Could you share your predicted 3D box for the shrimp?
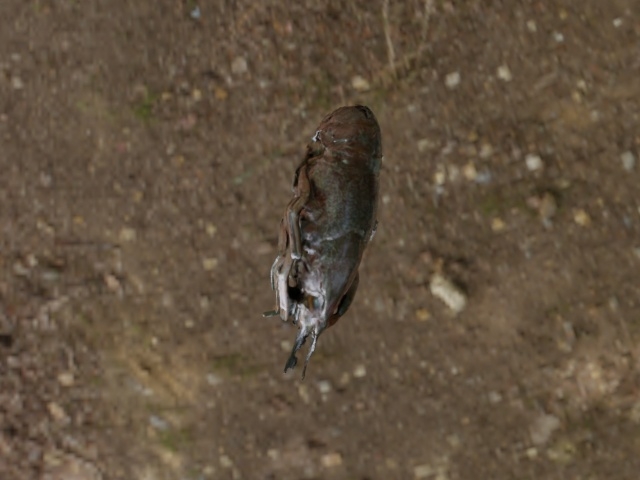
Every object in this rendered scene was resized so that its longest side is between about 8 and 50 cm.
[{"bbox_3d":[0.001,0.000,1.004,0.074,0.073,0.190,8,91,-23],"label":"shrimp"}]
